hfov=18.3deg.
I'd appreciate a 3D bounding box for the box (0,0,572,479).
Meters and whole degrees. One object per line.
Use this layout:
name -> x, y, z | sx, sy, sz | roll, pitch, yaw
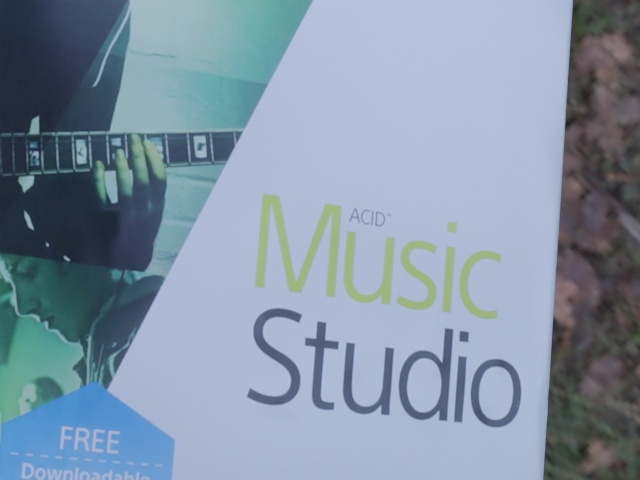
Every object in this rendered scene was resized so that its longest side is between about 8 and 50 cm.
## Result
box -> -0.030, -0.015, 0.629 | 0.232, 0.058, 0.322 | 8, 81, -29
